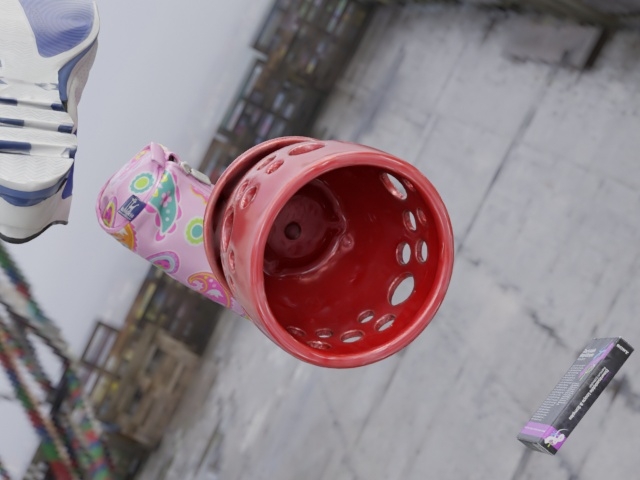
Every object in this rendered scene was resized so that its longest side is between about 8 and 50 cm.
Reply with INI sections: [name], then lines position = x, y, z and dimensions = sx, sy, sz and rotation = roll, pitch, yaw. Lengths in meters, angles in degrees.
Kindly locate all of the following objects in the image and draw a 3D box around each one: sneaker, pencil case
[sneaker]
position = -0.321, -0.116, 1.593
dimensions = 0.182, 0.128, 0.315
rotation = 111, 164, -46
[pencil case]
position = -0.114, 0.002, 1.651
dimensions = 0.124, 0.284, 0.124
rotation = -35, 36, 30

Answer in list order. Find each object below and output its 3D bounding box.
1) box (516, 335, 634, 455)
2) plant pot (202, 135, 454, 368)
[box]
position = 0.307, 0.186, 1.780
dimensions = 0.162, 0.029, 0.116
rotation = -52, 1, -6
[plant pot]
position = 0.000, 0.000, 1.305
dimensions = 0.191, 0.191, 0.174
rotation = -64, 24, 3
